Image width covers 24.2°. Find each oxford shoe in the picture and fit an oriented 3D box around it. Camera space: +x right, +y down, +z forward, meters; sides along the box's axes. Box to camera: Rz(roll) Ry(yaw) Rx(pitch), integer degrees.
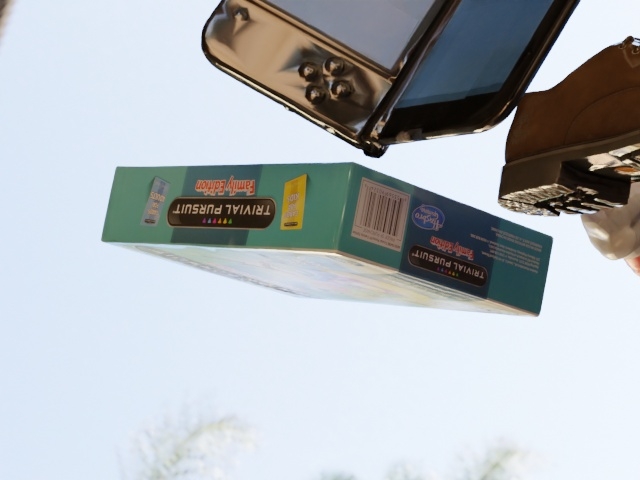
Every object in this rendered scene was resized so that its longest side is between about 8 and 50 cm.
[{"bbox_3d":[0.192,-0.079,0.844,0.082,0.227,0.096,19,-110,-43],"label":"oxford shoe"}]

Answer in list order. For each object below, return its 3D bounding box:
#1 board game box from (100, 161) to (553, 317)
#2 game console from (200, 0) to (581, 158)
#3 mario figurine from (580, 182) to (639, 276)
[{"bbox_3d":[0.000,0.000,1.365,0.253,0.336,0.079,18,-101,-40],"label":"board game box"},{"bbox_3d":[0.082,-0.225,1.126,0.293,0.250,0.173,-58,-7,-19],"label":"game console"},{"bbox_3d":[0.303,0.019,1.036,0.170,0.198,0.321,-18,-77,-54],"label":"mario figurine"}]
